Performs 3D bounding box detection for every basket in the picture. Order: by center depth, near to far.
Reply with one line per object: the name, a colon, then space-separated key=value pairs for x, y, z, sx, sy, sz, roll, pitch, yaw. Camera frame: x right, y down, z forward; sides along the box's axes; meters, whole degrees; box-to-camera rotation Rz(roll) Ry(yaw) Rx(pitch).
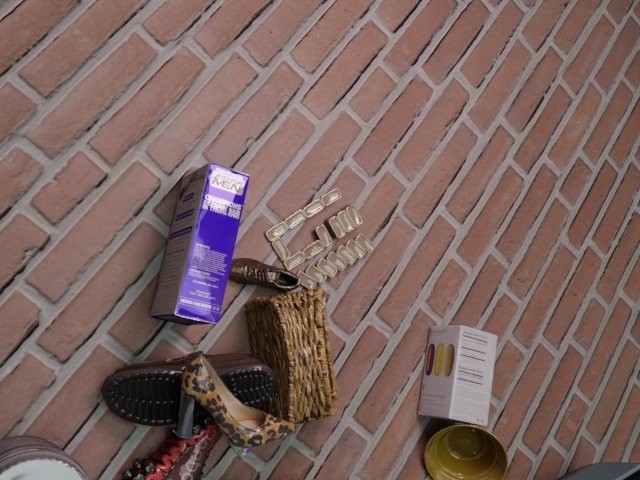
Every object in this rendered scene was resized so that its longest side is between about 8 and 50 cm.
basket: x=-0.023 y=0.263 z=1.678 sx=0.223 sy=0.213 sz=0.299 roll=-4 pitch=85 yaw=-29

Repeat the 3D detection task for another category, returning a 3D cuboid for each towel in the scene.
towel: x=-0.172 y=0.462 z=1.684 sx=0.083 sy=0.009 sz=0.060 roll=-38 pitch=103 yaw=-28

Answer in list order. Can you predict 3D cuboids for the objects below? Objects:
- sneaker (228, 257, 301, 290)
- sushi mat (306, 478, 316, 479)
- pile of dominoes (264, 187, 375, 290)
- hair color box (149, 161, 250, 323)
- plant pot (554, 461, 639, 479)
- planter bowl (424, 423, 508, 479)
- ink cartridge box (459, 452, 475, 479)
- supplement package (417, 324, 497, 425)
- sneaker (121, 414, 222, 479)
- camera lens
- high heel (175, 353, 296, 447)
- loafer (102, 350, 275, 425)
sneaker: x=-0.133 y=0.078 z=1.724 sx=0.189 sy=0.071 sz=0.066 roll=13 pitch=77 yaw=-28
sushi mat: x=-0.160 y=0.615 z=1.621 sx=0.317 sy=0.019 sz=0.151 roll=1 pitch=117 yaw=-29
pile of dominoes: x=0.000 y=0.000 z=1.844 sx=0.251 sy=0.040 sz=0.195 roll=-32 pitch=100 yaw=-20
hair color box: x=-0.268 y=0.014 z=1.593 sx=0.110 sy=0.185 sz=0.338 roll=16 pitch=76 yaw=-27
plant pot: x=0.766 y=0.769 z=2.030 sx=0.247 sy=0.252 sz=0.247 roll=-15 pitch=91 yaw=-30
planter bowl: x=0.388 y=0.560 z=1.914 sx=0.217 sy=0.217 sz=0.090 roll=58 pitch=21 yaw=-10
ink cartridge box: x=0.421 y=0.626 z=1.985 sx=0.063 sy=0.029 sz=0.115 roll=45 pitch=66 yaw=-17
supplement package: x=0.368 y=0.360 z=1.929 sx=0.134 sy=0.139 sz=0.244 roll=18 pitch=73 yaw=-27
sneaker: x=-0.294 y=0.480 z=1.565 sx=0.276 sy=0.098 sz=0.135 roll=-40 pitch=110 yaw=-31
camera lens: x=-0.544 y=0.481 z=1.319 sx=0.220 sy=0.274 sz=0.219 roll=5 pitch=81 yaw=-29
high heel: x=-0.166 y=0.333 z=1.506 sx=0.261 sy=0.093 sz=0.186 roll=6 pitch=106 yaw=-13
loafer: x=-0.289 y=0.317 z=1.586 sx=0.366 sy=0.130 sz=0.133 roll=1 pitch=106 yaw=-17
